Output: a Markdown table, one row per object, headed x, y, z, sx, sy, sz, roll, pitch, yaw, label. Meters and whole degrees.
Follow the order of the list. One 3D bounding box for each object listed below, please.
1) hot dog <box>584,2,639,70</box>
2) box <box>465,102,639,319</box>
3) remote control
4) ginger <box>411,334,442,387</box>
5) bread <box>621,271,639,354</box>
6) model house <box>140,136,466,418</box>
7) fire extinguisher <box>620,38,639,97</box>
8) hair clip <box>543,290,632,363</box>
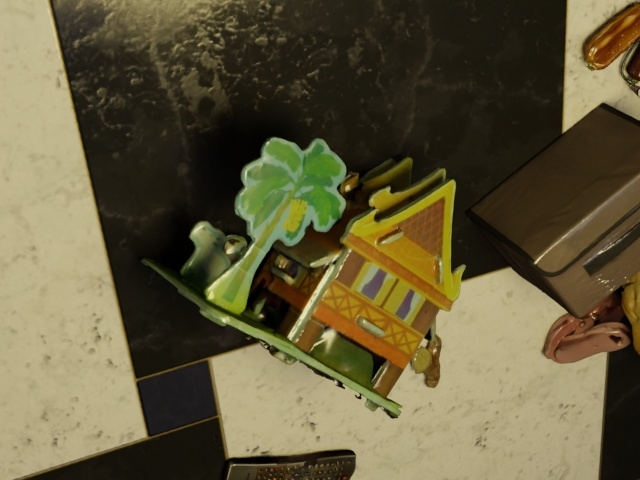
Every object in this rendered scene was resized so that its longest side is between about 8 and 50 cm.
| x | y | z | sx | sy | sz | roll | pitch | yaw | label |
| --- | --- | --- | --- | --- | --- | --- | --- | --- | --- |
| 0.404 | -0.278 | 1.446 | 0.122 | 0.037 | 0.049 | -39 | 115 | -6 | hot dog |
| 0.372 | -0.039 | 1.478 | 0.252 | 0.188 | 0.153 | -41 | 124 | -1 | box |
| -0.044 | 0.346 | 1.602 | 0.212 | 0.028 | 0.059 | 2 | 113 | -26 | remote control |
| 0.162 | 0.185 | 1.600 | 0.048 | 0.030 | 0.097 | -12 | 120 | -20 | ginger |
| 0.536 | 0.112 | 1.618 | 0.134 | 0.244 | 0.244 | -20 | 130 | 24 | bread |
| 0.000 | 0.000 | 1.347 | 0.357 | 0.242 | 0.313 | 32 | 85 | -33 | model house |
| 0.458 | -0.264 | 1.474 | 0.056 | 0.039 | 0.132 | 24 | 108 | -10 | fire extinguisher |
| 0.420 | 0.131 | 1.688 | 0.138 | 0.102 | 0.123 | -30 | 131 | 35 | hair clip |
